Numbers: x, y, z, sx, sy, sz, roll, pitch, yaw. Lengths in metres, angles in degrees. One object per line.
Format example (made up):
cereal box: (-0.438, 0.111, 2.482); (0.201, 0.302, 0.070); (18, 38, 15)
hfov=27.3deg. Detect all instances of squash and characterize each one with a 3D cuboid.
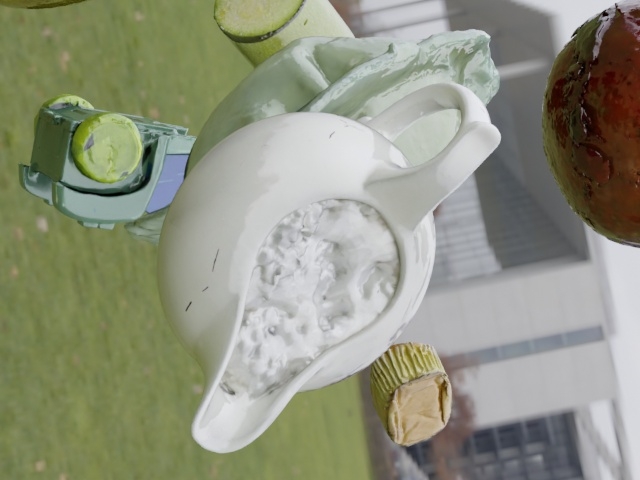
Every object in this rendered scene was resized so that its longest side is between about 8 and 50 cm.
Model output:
squash: (-0.025, -0.248, 1.698); (0.247, 0.132, 0.132); (45, 29, -54)

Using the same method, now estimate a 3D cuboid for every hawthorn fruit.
hawthorn fruit: (0.385, -0.119, 1.461); (0.316, 0.316, 0.316); (-11, 90, -88)

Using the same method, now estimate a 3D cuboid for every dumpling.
dumpling: (0.017, -0.076, 1.182); (0.212, 0.321, 0.270); (44, -24, -25)

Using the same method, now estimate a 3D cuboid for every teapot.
teapot: (0.000, 0.000, 0.940); (0.208, 0.300, 0.166); (39, 10, -21)

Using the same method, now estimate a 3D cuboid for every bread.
bread: (0.155, 0.259, 2.281); (0.190, 0.132, 0.114); (86, -15, -49)

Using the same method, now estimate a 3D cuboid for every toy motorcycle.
toy motorcycle: (-0.247, -0.083, 1.862); (0.191, 0.326, 0.200); (25, -77, 57)

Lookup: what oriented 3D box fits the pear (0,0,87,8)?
pear: (-0.236, -0.344, 1.125); (0.304, 0.304, 0.304); (-11, 90, -88)
